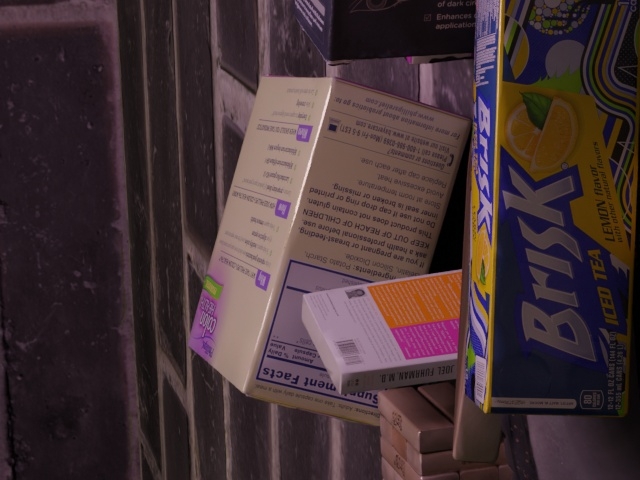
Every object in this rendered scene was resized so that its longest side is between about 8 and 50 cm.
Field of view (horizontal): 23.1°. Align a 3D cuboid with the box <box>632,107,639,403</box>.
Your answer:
[{"bbox_3d":[0.179,-0.076,0.498,0.318,0.097,0.394,109,163,-67],"label":"box"}]

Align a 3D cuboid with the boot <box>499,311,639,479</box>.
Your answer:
[{"bbox_3d":[0.207,0.157,0.657,0.223,0.118,0.338,4,118,62],"label":"boot"}]

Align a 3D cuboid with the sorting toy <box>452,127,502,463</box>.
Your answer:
[{"bbox_3d":[0.131,-0.057,0.828,0.257,0.089,0.255,-80,-5,-49],"label":"sorting toy"}]

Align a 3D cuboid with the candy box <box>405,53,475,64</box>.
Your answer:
[{"bbox_3d":[0.062,-0.245,1.147,0.233,0.071,0.159,-122,29,-58],"label":"candy box"}]

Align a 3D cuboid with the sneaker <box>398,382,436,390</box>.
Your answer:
[{"bbox_3d":[0.061,0.107,1.298,0.166,0.065,0.076,113,144,-62],"label":"sneaker"}]

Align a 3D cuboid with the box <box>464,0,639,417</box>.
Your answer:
[{"bbox_3d":[0.091,-0.017,0.620,0.054,0.059,0.168,-136,48,-85],"label":"box"}]

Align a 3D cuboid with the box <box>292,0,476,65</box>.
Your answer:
[{"bbox_3d":[0.070,-0.203,0.979,0.093,0.156,0.158,-119,28,-57],"label":"box"}]

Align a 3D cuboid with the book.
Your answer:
[{"bbox_3d":[0.069,0.063,1.096,0.096,0.144,0.035,-118,27,-55],"label":"book"}]

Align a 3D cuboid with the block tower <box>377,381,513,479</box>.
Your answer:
[{"bbox_3d":[0.102,0.279,1.156,0.097,0.091,0.335,-140,46,-69],"label":"block tower"}]

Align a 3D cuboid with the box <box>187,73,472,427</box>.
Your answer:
[{"bbox_3d":[0.000,0.000,1.238,0.213,0.117,0.243,-161,87,-73],"label":"box"}]
